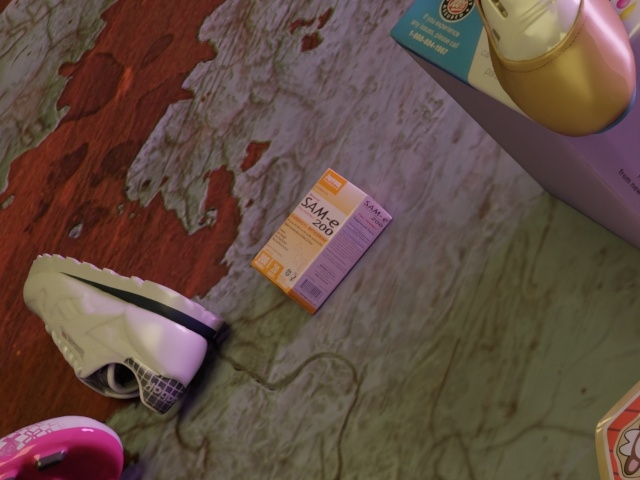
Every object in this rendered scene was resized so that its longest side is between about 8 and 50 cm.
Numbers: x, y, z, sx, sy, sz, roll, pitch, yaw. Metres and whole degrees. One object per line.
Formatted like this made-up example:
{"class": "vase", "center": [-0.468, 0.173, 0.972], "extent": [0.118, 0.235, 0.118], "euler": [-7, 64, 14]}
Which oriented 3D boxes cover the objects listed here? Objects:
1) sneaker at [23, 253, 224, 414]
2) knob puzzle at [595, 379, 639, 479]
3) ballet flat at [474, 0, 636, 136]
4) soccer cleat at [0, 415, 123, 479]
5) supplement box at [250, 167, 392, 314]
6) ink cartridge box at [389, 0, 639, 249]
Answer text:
{"class": "sneaker", "center": [-0.181, 0.074, 1.502], "extent": [0.235, 0.090, 0.095], "euler": [11, 77, 51]}
{"class": "knob puzzle", "center": [0.238, 0.118, 1.081], "extent": [0.213, 0.030, 0.213], "euler": [-27, 43, 28]}
{"class": "ballet flat", "center": [0.113, -0.147, 1.070], "extent": [0.080, 0.073, 0.232], "euler": [-39, 40, 16]}
{"class": "soccer cleat", "center": [-0.299, 0.226, 1.459], "extent": [0.331, 0.116, 0.143], "euler": [-41, 38, 12]}
{"class": "supplement box", "center": [0.000, 0.000, 1.416], "extent": [0.098, 0.036, 0.062], "euler": [-51, 38, -2]}
{"class": "ink cartridge box", "center": [0.231, -0.153, 1.180], "extent": [0.270, 0.197, 0.198], "euler": [-51, 37, -1]}
